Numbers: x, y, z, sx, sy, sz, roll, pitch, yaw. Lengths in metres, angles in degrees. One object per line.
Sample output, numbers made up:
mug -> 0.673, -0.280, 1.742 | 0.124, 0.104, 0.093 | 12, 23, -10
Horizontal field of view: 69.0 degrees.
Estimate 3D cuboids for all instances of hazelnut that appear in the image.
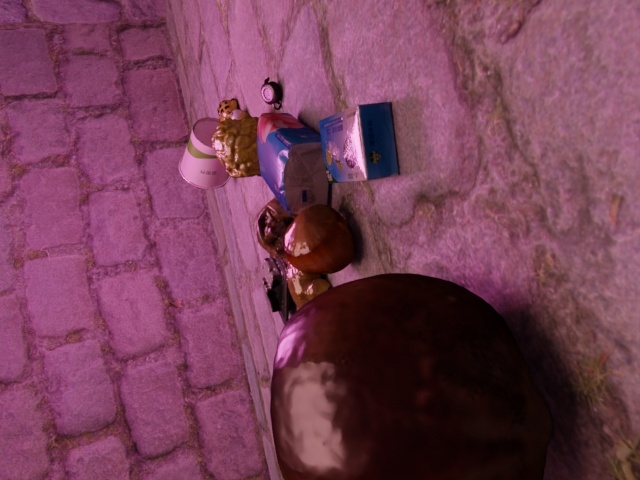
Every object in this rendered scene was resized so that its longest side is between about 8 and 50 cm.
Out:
hazelnut -> 0.118, 0.252, 0.689 | 0.421, 0.352, 0.421 | -15, 70, 48
hazelnut -> 0.000, 0.000, 1.126 | 0.182, 0.182, 0.182 | 169, 90, -70

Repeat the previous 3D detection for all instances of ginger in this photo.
ginger -> -0.043, 0.116, 1.369 | 0.157, 0.102, 0.216 | -31, 71, 61

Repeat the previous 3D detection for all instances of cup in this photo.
cup -> -0.522, -0.413, 2.182 | 0.253, 0.253, 0.274 | 69, 151, 24

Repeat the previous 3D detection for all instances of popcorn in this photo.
popcorn -> -0.246, -0.299, 1.565 | 0.237, 0.206, 0.251 | 45, 156, 33

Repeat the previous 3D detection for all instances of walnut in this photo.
walnut -> -0.140, -0.035, 1.501 | 0.204, 0.141, 0.238 | -135, 41, -64

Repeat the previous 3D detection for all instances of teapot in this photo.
teapot -> -0.144, -0.448, 1.422 | 0.068, 0.045, 0.100 | -6, 113, 48

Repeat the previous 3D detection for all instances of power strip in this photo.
power strip -> -0.178, 0.164, 1.771 | 0.257, 0.092, 0.251 | -129, 30, -58

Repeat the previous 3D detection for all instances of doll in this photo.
doll -> -0.358, -0.504, 1.901 | 0.117, 0.086, 0.291 | -59, 38, 18

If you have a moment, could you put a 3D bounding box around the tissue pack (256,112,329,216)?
tissue pack -> -0.082, -0.206, 1.249 | 0.270, 0.137, 0.209 | -129, 32, -51

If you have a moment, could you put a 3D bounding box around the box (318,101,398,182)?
box -> 0.072, -0.190, 0.940 | 0.194, 0.073, 0.139 | -168, 69, -68
